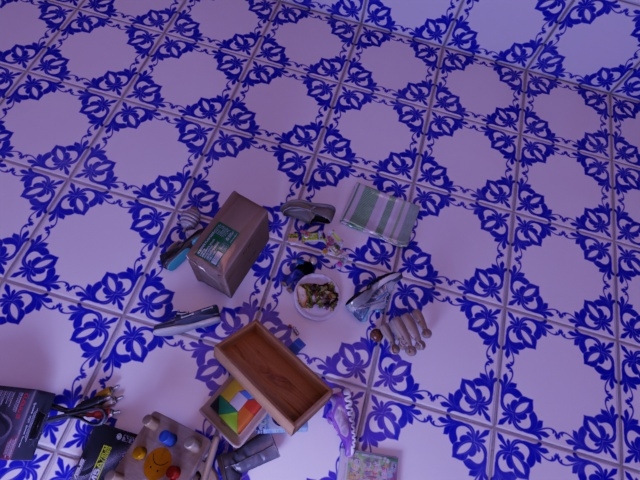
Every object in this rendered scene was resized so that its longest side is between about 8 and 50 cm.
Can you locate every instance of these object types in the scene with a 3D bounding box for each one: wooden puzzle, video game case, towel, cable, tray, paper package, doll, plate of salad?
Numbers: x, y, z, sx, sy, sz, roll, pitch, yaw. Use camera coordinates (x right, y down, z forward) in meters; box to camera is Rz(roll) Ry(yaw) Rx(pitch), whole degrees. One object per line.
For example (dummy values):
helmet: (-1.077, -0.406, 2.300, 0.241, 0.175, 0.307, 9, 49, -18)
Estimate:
wooden puzzle: (-0.289, 0.580, 1.571, 0.221, 0.044, 0.239, 28, 61, 33)
video game case: (0.163, 0.855, 1.544, 0.213, 0.023, 0.193, 10, 64, -2)
towel: (0.278, -0.122, 2.012, 0.325, 0.038, 0.247, 22, 64, 4)
cable: (-0.846, 0.609, 1.533, 0.288, 0.072, 0.139, -17, 54, -5)
tray: (-0.175, 0.480, 1.574, 0.411, 0.076, 0.203, 37, 44, 24)
paper package: (-0.351, 0.021, 1.723, 0.168, 0.309, 0.324, 28, 66, 7)
doll: (-0.082, 0.133, 1.842, 0.189, 0.046, 0.129, -43, 97, -24)
plate of salad: (-0.010, 0.228, 1.795, 0.200, 0.048, 0.199, 5, 70, -13)

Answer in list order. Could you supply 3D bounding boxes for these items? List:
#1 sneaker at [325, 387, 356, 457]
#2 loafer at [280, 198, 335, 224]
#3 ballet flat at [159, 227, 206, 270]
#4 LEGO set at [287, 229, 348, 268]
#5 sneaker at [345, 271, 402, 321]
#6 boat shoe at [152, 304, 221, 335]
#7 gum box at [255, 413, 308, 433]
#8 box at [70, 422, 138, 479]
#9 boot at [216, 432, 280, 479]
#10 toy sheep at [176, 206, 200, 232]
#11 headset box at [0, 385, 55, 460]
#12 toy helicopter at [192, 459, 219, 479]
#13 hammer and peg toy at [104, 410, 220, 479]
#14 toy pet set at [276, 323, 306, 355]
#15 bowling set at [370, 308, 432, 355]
sneaker: (0.074, 0.664, 1.591, 0.105, 0.095, 0.236, -6, 58, -3)
loafer: (-0.055, -0.121, 1.942, 0.252, 0.094, 0.087, 3, 60, -5)
ballet flat: (-0.552, 0.012, 1.829, 0.281, 0.095, 0.096, -37, 62, -20)
LEGO set: (0.000, 0.000, 1.884, 0.287, 0.107, 0.132, 28, 65, 7)
sneaker: (0.240, 0.234, 1.820, 0.283, 0.110, 0.122, -33, 90, -17)
boat shoe: (-0.518, 0.306, 1.688, 0.255, 0.095, 0.079, -13, 69, -13)
gum box: (-0.141, 0.616, 1.590, 0.185, 0.041, 0.156, 0, 48, -6)
box: (-0.715, 0.733, 1.466, 0.184, 0.045, 0.190, 9, 64, 15)
boot: (-0.240, 0.786, 1.513, 0.209, 0.076, 0.189, -14, 68, -20)
toy sheep: (-0.564, -0.090, 1.878, 0.091, 0.091, 0.131, 15, 65, 1)
headset box: (-1.055, 0.602, 1.453, 0.294, 0.110, 0.217, 4, 64, 8)
toy helicopter: (-0.493, 0.758, 1.464, 0.355, 0.140, 0.234, 22, 70, 18)
hammer and peg toy: (-0.455, 0.709, 1.352, 0.362, 0.127, 0.265, 12, 55, 25)
toy pet set: (-0.124, 0.397, 1.706, 0.114, 0.065, 0.122, 43, 68, 14)
bowling set: (0.313, 0.388, 1.727, 0.287, 0.200, 0.154, -2, 62, -55)
